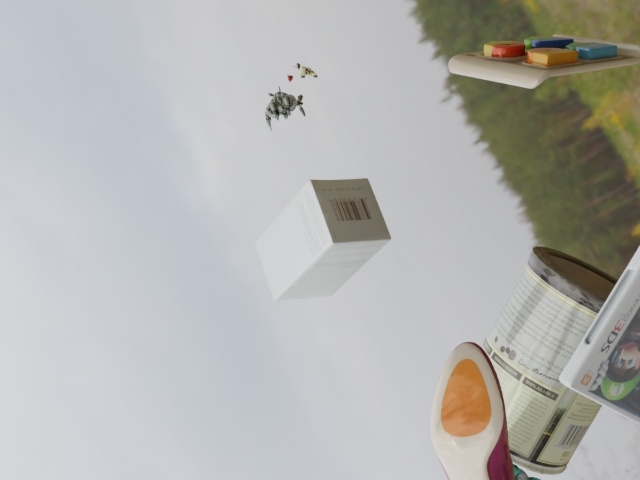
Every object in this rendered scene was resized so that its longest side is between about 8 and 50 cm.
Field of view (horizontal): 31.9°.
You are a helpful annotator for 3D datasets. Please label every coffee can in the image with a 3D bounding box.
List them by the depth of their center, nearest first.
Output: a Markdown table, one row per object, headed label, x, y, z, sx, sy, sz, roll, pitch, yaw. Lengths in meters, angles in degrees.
| label | x | y | z | sx | sy | sz | roll | pitch | yaw |
| --- | --- | --- | --- | --- | --- | --- | --- | --- | --- |
| coffee can | 0.339 | 0.175 | 1.656 | 0.201 | 0.275 | 0.201 | 25 | -165 | -7 |

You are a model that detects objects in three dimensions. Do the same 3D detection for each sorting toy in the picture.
| label | x | y | z | sx | sy | sz | roll | pitch | yaw |
| --- | --- | --- | --- | --- | --- | --- | --- | --- | --- |
| sorting toy | 0.314 | -0.261 | 1.568 | 0.193 | 0.208 | 0.038 | 25 | 126 | 54 |

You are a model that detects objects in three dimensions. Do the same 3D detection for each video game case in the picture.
| label | x | y | z | sx | sy | sz | roll | pitch | yaw |
| --- | --- | --- | --- | --- | --- | --- | --- | --- | --- |
| video game case | 0.344 | 0.100 | 1.115 | 0.190 | 0.173 | 0.022 | 28 | -175 | -33 |

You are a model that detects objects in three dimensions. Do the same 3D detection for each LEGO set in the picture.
| label | x | y | z | sx | sy | sz | roll | pitch | yaw |
| --- | --- | --- | --- | --- | --- | --- | --- | --- | --- |
| LEGO set | -0.039 | -0.163 | 1.261 | 0.023 | 0.054 | 0.083 | 30 | -106 | -64 |

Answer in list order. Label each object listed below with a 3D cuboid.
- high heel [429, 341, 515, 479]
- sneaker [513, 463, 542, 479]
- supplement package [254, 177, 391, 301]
| label | x | y | z | sx | sy | sz | roll | pitch | yaw |
| --- | --- | --- | --- | --- | --- | --- | --- | --- | --- |
| high heel | 0.176 | 0.227 | 1.196 | 0.117 | 0.082 | 0.244 | -2 | -97 | -67 |
| sneaker | 0.230 | 0.385 | 1.415 | 0.124 | 0.178 | 0.295 | 58 | -163 | -18 |
| supplement package | 0.000 | 0.000 | 1.598 | 0.105 | 0.179 | 0.105 | -4 | -117 | -35 |
